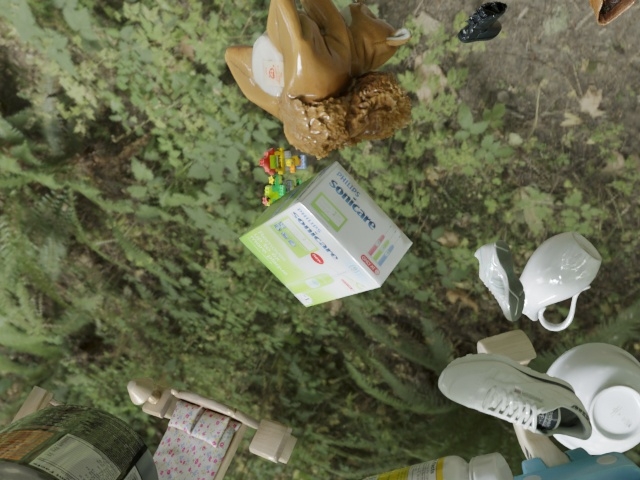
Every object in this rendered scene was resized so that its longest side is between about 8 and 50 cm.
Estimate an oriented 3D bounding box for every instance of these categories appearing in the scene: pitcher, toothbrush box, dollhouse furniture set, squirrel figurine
[{"bbox_3d":[0.512,0.093,1.338,0.178,0.125,0.207,34,121,-10],"label":"pitcher"},{"bbox_3d":[0.000,0.000,1.185,0.206,0.122,0.283,47,149,-12],"label":"toothbrush box"},{"bbox_3d":[-0.258,0.317,0.791,0.356,0.303,0.174,2,147,42],"label":"dollhouse furniture set"},{"bbox_3d":[0.048,-0.388,1.454,0.281,0.371,0.396,-37,78,53],"label":"squirrel figurine"}]

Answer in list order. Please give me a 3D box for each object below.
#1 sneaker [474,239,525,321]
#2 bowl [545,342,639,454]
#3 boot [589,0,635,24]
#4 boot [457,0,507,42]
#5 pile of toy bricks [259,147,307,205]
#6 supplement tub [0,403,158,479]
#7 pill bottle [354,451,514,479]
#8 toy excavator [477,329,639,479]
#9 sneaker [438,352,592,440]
[{"bbox_3d":[0.330,0.075,1.145,0.061,0.054,0.152,-15,91,52],"label":"sneaker"},{"bbox_3d":[0.723,0.419,1.577,0.298,0.297,0.134,27,-178,-1],"label":"bowl"},{"bbox_3d":[0.518,-0.501,1.159,0.109,0.220,0.283,-7,169,-3],"label":"boot"},{"bbox_3d":[0.352,-0.459,1.295,0.045,0.121,0.099,65,156,9],"label":"boot"},{"bbox_3d":[-0.089,-0.106,1.439,0.118,0.105,0.212,9,105,51],"label":"pile of toy bricks"},{"bbox_3d":[-0.253,0.258,0.518,0.194,0.193,0.316,28,174,-2],"label":"supplement tub"},{"bbox_3d":[0.143,0.346,0.795,0.209,0.119,0.119,-22,121,20],"label":"pill bottle"},{"bbox_3d":[0.362,0.381,0.946,0.223,0.445,0.432,-17,91,2],"label":"toy excavator"},{"bbox_3d":[0.297,0.241,0.947,0.235,0.094,0.090,12,114,-6],"label":"sneaker"}]
